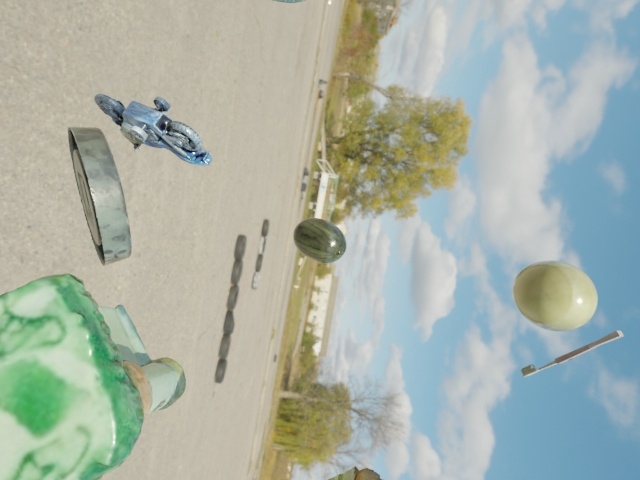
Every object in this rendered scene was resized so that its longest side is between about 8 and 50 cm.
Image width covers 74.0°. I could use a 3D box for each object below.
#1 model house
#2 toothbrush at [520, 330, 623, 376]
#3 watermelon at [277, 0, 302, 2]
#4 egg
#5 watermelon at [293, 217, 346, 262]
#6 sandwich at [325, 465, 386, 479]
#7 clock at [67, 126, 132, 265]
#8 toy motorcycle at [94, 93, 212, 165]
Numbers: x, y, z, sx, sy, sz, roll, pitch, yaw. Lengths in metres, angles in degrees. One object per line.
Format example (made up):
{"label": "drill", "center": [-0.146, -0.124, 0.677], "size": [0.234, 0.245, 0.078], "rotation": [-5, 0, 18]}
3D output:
{"label": "model house", "center": [-0.302, 0.197, 0.518], "size": [0.194, 0.267, 0.325], "rotation": [56, -5, 9]}
{"label": "toothbrush", "center": [0.433, 0.203, 0.746], "size": [0.194, 0.014, 0.017], "rotation": [-47, -133, 43]}
{"label": "watermelon", "center": [-0.033, -0.303, 0.458], "size": [0.092, 0.084, 0.072], "rotation": [-56, 140, -11]}
{"label": "egg", "center": [0.632, 0.148, 1.167], "size": [0.254, 0.188, 0.189], "rotation": [-88, -172, -86]}
{"label": "watermelon", "center": [0.000, 0.000, 0.756], "size": [0.078, 0.110, 0.078], "rotation": [-27, 128, -41]}
{"label": "sandwich", "center": [0.031, 0.216, 0.260], "size": [0.074, 0.074, 0.116], "rotation": [-59, -172, 47]}
{"label": "clock", "center": [-0.345, -0.069, 0.664], "size": [0.215, 0.041, 0.215], "rotation": [30, -52, 49]}
{"label": "toy motorcycle", "center": [-0.353, -0.230, 0.902], "size": [0.135, 0.254, 0.092], "rotation": [91, 23, -68]}
